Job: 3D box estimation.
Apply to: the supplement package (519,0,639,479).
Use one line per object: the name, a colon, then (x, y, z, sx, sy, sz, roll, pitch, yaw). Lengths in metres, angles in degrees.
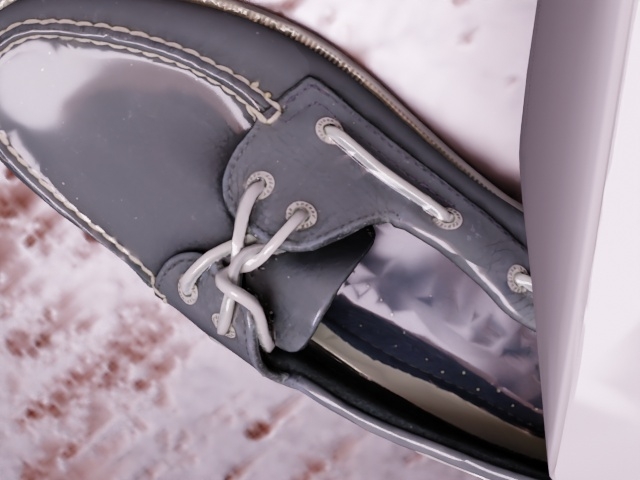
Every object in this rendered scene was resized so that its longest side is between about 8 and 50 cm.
supplement package: (0.156, -0.056, 0.431, 0.177, 0.293, 0.175, 8, 107, 4)

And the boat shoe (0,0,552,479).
boat shoe: (0.000, 0.000, 0.566, 0.319, 0.099, 0.116, 30, 108, -4)
